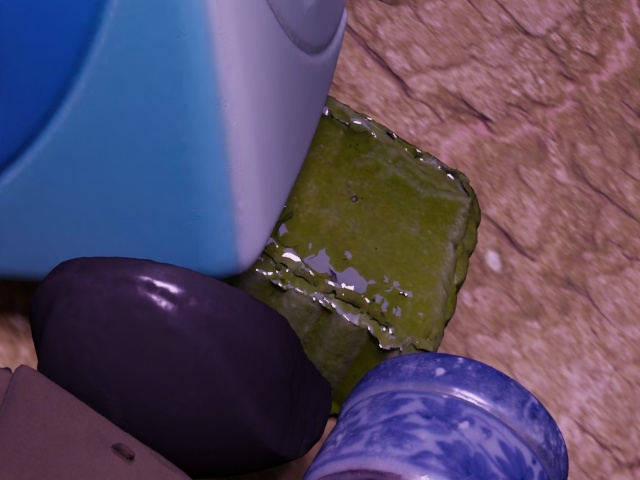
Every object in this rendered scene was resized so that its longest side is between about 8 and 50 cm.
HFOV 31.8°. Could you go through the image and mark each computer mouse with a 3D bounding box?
[{"bbox_3d":[-0.075,0.085,0.608,0.137,0.270,0.086,8,74,10],"label":"computer mouse"}]

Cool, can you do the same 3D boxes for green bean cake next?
[{"bbox_3d":[0.000,0.000,0.795,0.214,0.113,0.200,28,45,-2],"label":"green bean cake"}]

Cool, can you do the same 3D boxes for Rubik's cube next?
[{"bbox_3d":[-0.175,-0.205,0.655,0.352,0.352,0.347,3,43,12],"label":"Rubik's cube"}]

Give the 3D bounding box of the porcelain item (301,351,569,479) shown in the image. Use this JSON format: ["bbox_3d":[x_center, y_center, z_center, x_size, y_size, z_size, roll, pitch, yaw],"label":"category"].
[{"bbox_3d":[0.068,0.149,0.676,0.147,0.147,0.114,32,45,1],"label":"porcelain item"}]

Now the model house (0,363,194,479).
[{"bbox_3d":[-0.126,0.196,0.487,0.243,0.204,0.211,14,46,-3],"label":"model house"}]
